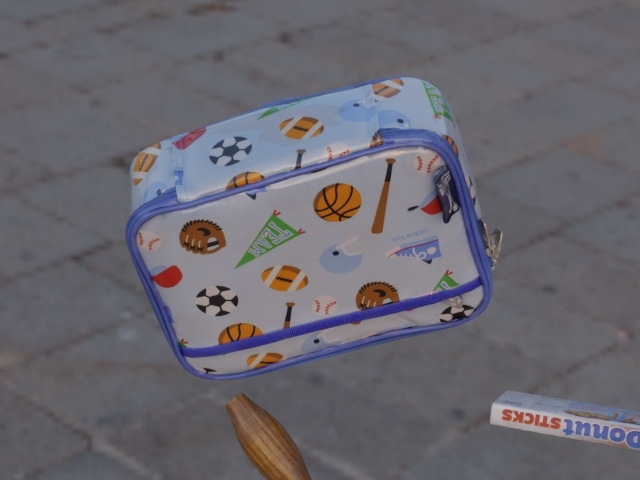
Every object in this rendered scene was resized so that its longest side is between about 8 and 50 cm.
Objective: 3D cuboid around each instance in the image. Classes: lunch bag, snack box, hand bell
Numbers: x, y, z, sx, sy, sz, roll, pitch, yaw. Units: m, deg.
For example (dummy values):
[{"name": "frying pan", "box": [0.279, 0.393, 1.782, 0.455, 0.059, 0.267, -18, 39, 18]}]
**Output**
[{"name": "lunch bag", "box": [0.000, 0.000, 1.518, 0.303, 0.243, 0.115, -13, 39, 6]}, {"name": "snack box", "box": [0.237, 0.155, 1.519, 0.178, 0.022, 0.064, 9, 7, 17]}, {"name": "hand bell", "box": [0.002, 0.225, 1.469, 0.126, 0.126, 0.242, -25, 75, -48]}]
